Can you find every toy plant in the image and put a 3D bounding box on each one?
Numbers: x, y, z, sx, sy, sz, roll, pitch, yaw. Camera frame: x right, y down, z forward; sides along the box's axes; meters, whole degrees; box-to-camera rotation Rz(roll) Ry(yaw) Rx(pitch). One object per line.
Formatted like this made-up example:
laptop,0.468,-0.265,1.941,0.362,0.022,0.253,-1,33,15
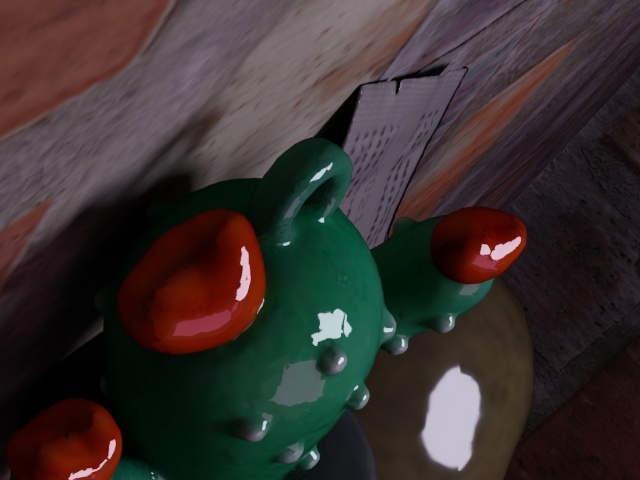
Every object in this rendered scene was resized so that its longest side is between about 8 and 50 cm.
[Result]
toy plant,-0.048,0.099,0.734,0.279,0.185,0.400,-8,138,-20

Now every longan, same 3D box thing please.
longan,0.028,0.158,1.214,0.350,0.288,0.288,-57,172,6

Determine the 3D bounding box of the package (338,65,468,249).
package,0.000,0.000,0.937,0.251,0.062,0.204,-52,172,22
